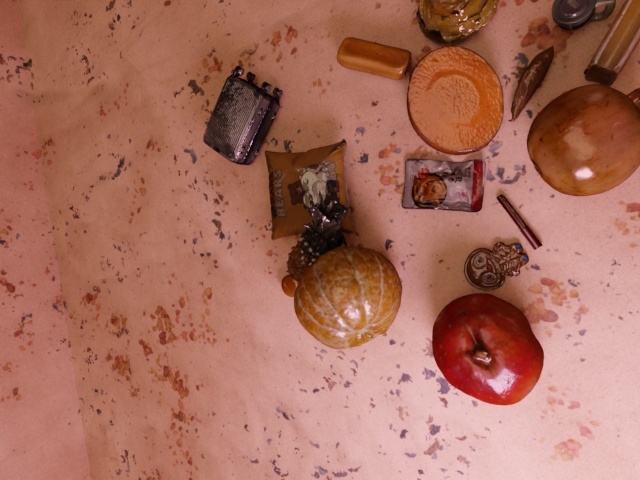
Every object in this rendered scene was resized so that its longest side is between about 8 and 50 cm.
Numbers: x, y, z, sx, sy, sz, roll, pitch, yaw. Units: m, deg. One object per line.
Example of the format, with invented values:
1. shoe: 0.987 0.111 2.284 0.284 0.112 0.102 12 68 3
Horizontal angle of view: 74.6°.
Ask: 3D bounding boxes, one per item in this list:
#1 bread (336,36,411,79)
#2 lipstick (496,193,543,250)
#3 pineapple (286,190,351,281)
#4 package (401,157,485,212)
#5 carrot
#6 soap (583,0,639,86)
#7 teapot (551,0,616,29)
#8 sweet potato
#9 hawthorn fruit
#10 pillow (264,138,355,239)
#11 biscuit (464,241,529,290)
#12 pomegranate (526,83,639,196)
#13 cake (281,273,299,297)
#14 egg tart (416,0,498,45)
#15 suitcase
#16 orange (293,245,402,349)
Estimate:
1. bread: 0.167 -0.558 1.299 0.239 0.074 0.093 26 88 23
2. lipstick: 0.543 -0.053 1.149 0.027 0.027 0.177 -37 74 24
3. pineapple: 0.003 0.002 1.292 0.165 0.165 0.365 48 142 18
4. package: 0.358 -0.165 1.239 0.239 0.030 0.154 6 93 28
5. carrot: 0.378 -0.386 1.193 0.258 0.100 0.307 -34 84 23
6. soap: 0.714 -0.493 0.974 0.073 0.140 0.232 30 105 20
7. teapot: 0.642 -0.559 1.038 0.124 0.090 0.092 41 110 26
8. sweet potato: 0.550 -0.414 1.109 0.060 0.068 0.206 40 117 47
9. hawthorn fruit: 0.415 0.273 1.063 0.286 0.330 0.287 -4 80 22
10. pillow: -0.044 -0.162 1.400 0.312 0.119 0.310 -2 99 25
11. biscuit: 0.489 0.069 1.182 0.175 0.026 0.124 -33 78 25
12. pomegranate: 0.633 -0.243 0.980 0.270 0.229 0.252 -36 76 19
13. cake: -0.098 0.157 1.489 0.084 0.044 0.084 3 95 29
14. egg tart: 0.377 -0.673 1.169 0.240 0.106 0.241 0 91 32
15. suitcase: -0.285 -0.441 1.514 0.202 0.128 0.312 37 109 22
16. orange: 0.087 0.170 1.234 0.329 0.329 0.249 -42 52 23
